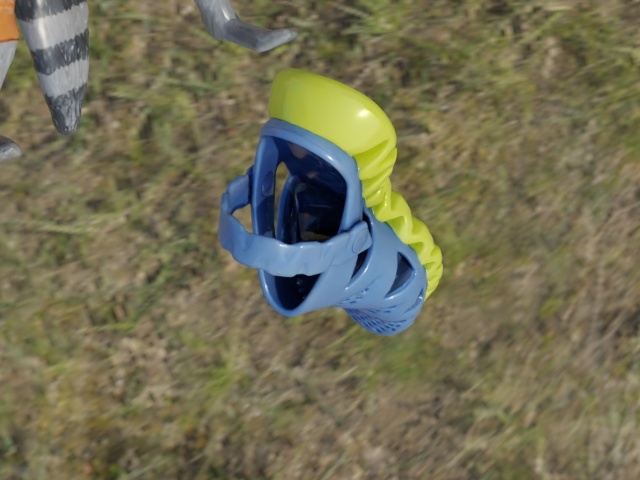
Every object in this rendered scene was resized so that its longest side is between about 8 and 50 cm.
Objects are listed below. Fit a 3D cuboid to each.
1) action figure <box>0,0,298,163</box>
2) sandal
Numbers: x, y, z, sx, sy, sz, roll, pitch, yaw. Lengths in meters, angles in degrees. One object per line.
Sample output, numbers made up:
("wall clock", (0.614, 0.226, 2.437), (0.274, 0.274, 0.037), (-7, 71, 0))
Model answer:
("action figure", (-0.203, -0.201, 0.917), (0.341, 0.178, 0.330), (-25, 96, -20))
("sandal", (0.000, 0.000, 1.365), (0.126, 0.317, 0.138), (25, 73, 27))
